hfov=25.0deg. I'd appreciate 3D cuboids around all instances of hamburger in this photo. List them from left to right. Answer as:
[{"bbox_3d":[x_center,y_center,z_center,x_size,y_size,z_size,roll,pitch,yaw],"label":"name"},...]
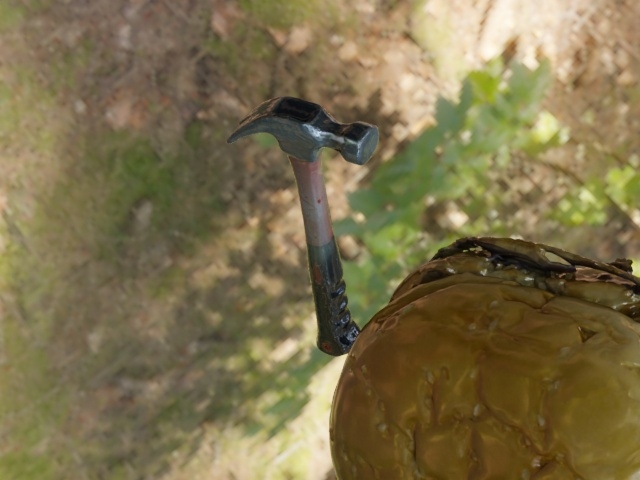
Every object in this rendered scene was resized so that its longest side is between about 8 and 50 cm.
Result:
[{"bbox_3d":[0.141,0.144,0.995,0.158,0.318,0.319,-25,150,-47],"label":"hamburger"}]

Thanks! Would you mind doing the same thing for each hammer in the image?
[{"bbox_3d":[0.000,-0.001,1.063,0.033,0.111,0.288,-55,154,-29],"label":"hammer"}]
